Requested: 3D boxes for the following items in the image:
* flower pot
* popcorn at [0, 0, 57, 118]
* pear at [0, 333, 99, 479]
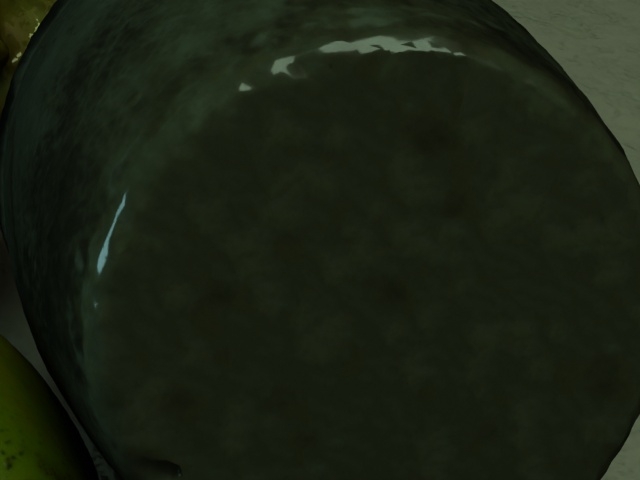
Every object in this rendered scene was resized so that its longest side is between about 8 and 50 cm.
[{"bbox_3d":[0.000,0.000,0.695,0.293,0.293,0.330,8,12,-14],"label":"flower pot"},{"bbox_3d":[-0.257,-0.096,0.887,0.249,0.225,0.249,-15,15,4],"label":"popcorn"},{"bbox_3d":[-0.182,0.106,0.630,0.220,0.187,0.187,12,27,17],"label":"pear"}]
